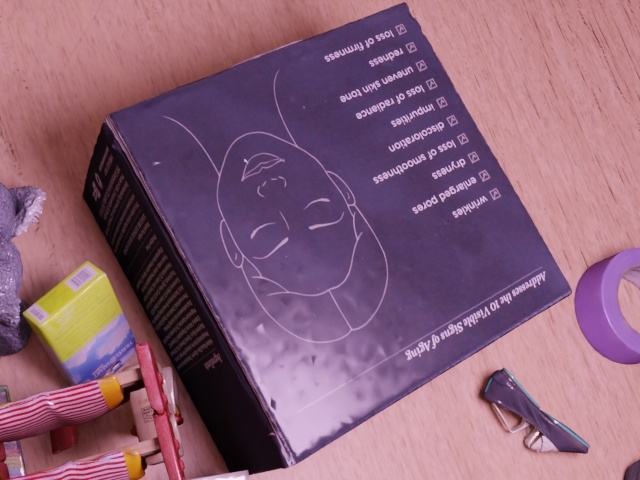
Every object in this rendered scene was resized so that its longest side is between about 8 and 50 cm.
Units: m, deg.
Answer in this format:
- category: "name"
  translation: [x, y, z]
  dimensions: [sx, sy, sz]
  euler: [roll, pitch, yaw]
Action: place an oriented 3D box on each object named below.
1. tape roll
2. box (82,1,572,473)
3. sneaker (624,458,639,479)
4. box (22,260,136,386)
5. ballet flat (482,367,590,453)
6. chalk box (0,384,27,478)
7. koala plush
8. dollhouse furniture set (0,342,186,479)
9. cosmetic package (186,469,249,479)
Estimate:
- category: "tape roll"
  translation: [0.535, 0.112, 1.552]
  dimensions: [0.189, 0.080, 0.189]
  euler: [6, 72, -19]
- category: "box"
  translation: [0.000, 0.000, 1.272]
  dimensions: [0.480, 0.297, 0.471]
  euler: [-26, 82, -25]
- category: "sneaker"
  translation: [0.631, 0.431, 1.475]
  dimensions: [0.286, 0.130, 0.109]
  euler: [16, 60, 9]
- category: "box"
  translation: [-0.312, 0.121, 1.211]
  dimensions: [0.042, 0.178, 0.109]
  euler: [32, 61, 29]
- category: "ballet flat"
  translation: [0.333, 0.285, 1.437]
  dimensions: [0.203, 0.074, 0.074]
  euler: [42, 65, -10]
- category: "chalk box"
  translation: [-0.440, 0.258, 1.126]
  dimensions: [0.132, 0.132, 0.213]
  euler: [-12, 77, -22]
- category: "koala plush"
  translation: [-0.452, 0.006, 1.179]
  dimensions: [0.196, 0.203, 0.221]
  euler: [13, 58, -16]
- category: "dollhouse furniture set"
  translation: [-0.263, 0.239, 1.076]
  dimensions: [0.201, 0.374, 0.152]
  euler: [-15, 78, -8]
- category: "cosmetic package"
  translation: [-0.139, 0.458, 1.156]
  dimensions: [0.113, 0.160, 0.309]
  euler: [-5, 75, -21]
